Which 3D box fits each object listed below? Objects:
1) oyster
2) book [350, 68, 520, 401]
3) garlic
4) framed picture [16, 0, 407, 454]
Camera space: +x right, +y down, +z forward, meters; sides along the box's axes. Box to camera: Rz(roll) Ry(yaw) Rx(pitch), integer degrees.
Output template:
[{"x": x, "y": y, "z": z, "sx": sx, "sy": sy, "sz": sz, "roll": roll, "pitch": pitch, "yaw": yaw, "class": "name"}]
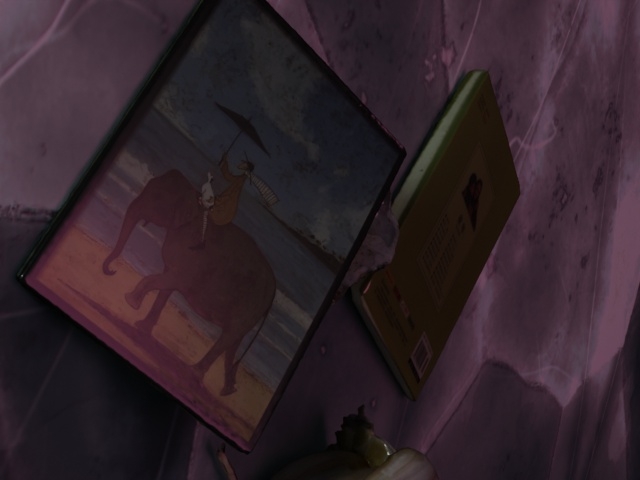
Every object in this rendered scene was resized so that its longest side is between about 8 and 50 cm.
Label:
[{"x": 0.003, "y": 0.000, "z": 1.129, "sx": 0.252, "sy": 0.087, "sz": 0.199, "roll": -62, "pitch": 139, "yaw": -30, "class": "oyster"}, {"x": 0.150, "y": -0.003, "z": 1.399, "sx": 0.352, "sy": 0.035, "sz": 0.239, "roll": -60, "pitch": 144, "yaw": -28, "class": "book"}, {"x": 0.002, "y": 0.248, "z": 1.178, "sx": 0.257, "sy": 0.207, "sz": 0.207, "roll": 43, "pitch": 57, "yaw": -13, "class": "garlic"}, {"x": -0.072, "y": -0.029, "z": 0.994, "sx": 0.265, "sy": 0.016, "sz": 0.347, "roll": 44, "pitch": 60, "yaw": -28, "class": "framed picture"}]
